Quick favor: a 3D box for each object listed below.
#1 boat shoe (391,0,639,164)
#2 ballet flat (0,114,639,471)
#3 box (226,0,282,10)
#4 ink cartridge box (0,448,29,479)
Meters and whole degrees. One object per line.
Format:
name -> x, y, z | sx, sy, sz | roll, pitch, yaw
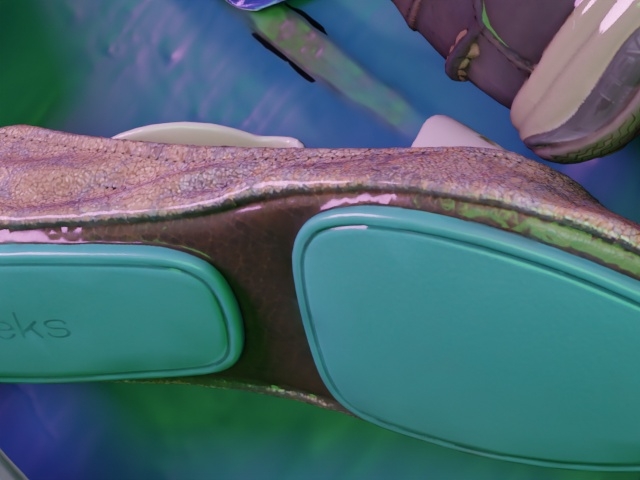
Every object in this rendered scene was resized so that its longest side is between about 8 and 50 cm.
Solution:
boat shoe -> 0.136, -0.195, 0.457 | 0.130, 0.132, 0.355 | 35, 97, 9
ballet flat -> 0.000, 0.000, 0.503 | 0.316, 0.106, 0.107 | 7, 129, 17
box -> -0.029, -0.157, 0.547 | 0.081, 0.028, 0.136 | -20, 86, 12
ink cartridge box -> -0.197, 0.182, 0.490 | 0.168, 0.171, 0.232 | 46, 119, 8
